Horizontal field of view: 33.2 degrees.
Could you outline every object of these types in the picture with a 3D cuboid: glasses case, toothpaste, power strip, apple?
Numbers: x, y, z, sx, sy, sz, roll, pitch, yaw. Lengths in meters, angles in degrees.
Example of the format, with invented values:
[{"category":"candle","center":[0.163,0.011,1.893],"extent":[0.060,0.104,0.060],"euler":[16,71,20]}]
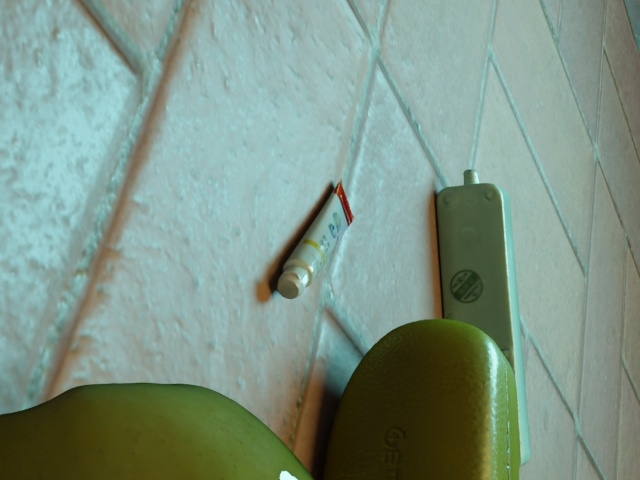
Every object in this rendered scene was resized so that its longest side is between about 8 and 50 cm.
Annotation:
[{"category":"glasses case","center":[0.092,0.257,1.015],"extent":[0.141,0.173,0.371],"euler":[43,45,-55]},{"category":"toothpaste","center":[0.000,0.000,1.044],"extent":[0.048,0.031,0.190],"euler":[69,27,-22]},{"category":"power strip","center":[0.208,0.099,1.377],"extent":[0.062,0.091,0.385],"euler":[6,80,-65]},{"category":"apple","center":[-0.105,0.202,0.553],"extent":[0.262,0.262,0.263],"euler":[20,67,-61]}]
